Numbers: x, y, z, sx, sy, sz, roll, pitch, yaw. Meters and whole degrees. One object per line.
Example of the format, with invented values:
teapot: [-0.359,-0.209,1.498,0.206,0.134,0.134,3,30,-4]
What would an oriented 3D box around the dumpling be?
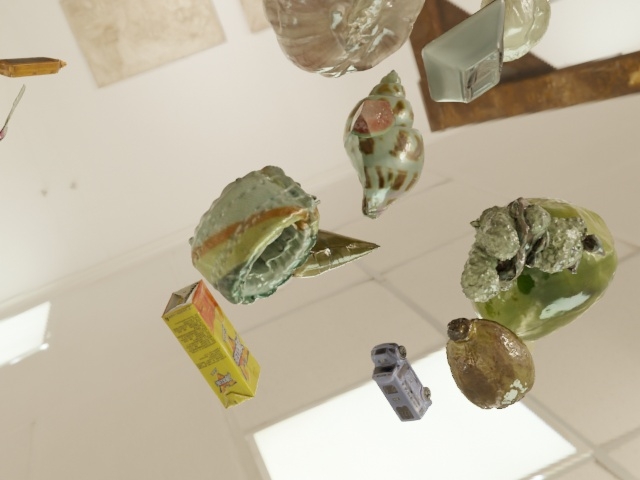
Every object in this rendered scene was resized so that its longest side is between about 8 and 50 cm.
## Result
dumpling: [0.468,-0.551,1.835,0.167,0.215,0.126,-12,-174,2]

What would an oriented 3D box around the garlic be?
garlic: [0.045,-0.430,1.330,0.318,0.317,0.259,-20,-148,-2]

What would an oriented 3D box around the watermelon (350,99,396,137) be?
watermelon: [0.100,-0.247,1.511,0.085,0.072,0.092,-15,-146,-32]

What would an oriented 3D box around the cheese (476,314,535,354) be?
cheese: [0.477,0.167,1.848,0.127,0.233,0.266,21,-104,32]

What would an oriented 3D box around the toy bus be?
toy bus: [0.162,0.293,1.581,0.073,0.167,0.076,-19,-160,41]

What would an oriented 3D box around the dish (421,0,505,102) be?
dish: [0.306,-0.352,1.519,0.182,0.080,0.243,-33,162,4]

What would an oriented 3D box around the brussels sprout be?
brussels sprout: [0.455,0.052,1.584,0.344,0.344,0.268,-28,-119,-23]

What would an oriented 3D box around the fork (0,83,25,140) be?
fork: [-0.444,-0.179,1.089,0.012,0.016,0.115,17,-120,-2]

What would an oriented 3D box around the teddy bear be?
teddy bear: [0.258,0.002,0.987,0.213,0.133,0.111,-6,-132,-34]

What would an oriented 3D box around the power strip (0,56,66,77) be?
power strip: [-0.591,-0.358,1.570,0.049,0.028,0.178,19,-157,21]

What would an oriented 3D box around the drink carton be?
drink carton: [-0.310,0.303,2.212,0.111,0.351,0.154,-24,-158,14]

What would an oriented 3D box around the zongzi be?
zongzi: [0.000,0.000,2.027,0.256,0.115,0.228,-16,-149,-21]

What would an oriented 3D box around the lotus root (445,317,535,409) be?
lotus root: [0.278,0.199,1.278,0.138,0.214,0.138,-24,-148,16]

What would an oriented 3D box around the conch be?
conch: [0.156,-0.244,1.912,0.197,0.367,0.249,-17,170,8]

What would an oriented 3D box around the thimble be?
thimble: [-0.130,-0.009,1.579,0.288,0.167,0.254,-54,159,25]
